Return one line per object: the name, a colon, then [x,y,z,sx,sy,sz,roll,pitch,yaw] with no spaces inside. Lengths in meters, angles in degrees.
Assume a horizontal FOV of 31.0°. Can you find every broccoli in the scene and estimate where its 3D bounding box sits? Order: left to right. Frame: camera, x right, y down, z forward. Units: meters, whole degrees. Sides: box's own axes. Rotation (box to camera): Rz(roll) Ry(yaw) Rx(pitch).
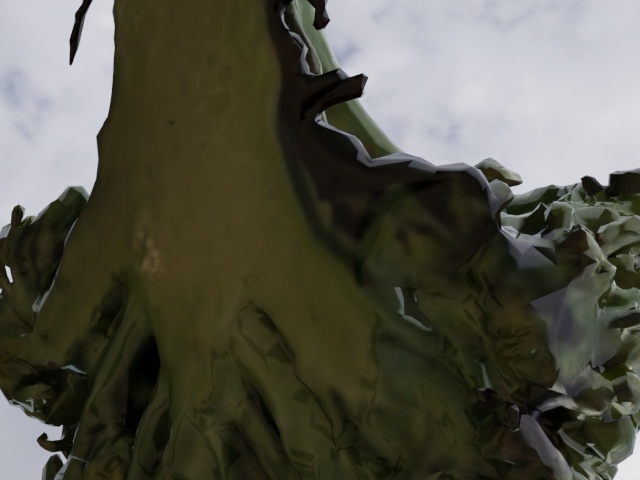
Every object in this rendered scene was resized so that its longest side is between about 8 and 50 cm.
broccoli: [0.009,0.012,0.426,0.242,0.180,0.273,-13,-102,31]
